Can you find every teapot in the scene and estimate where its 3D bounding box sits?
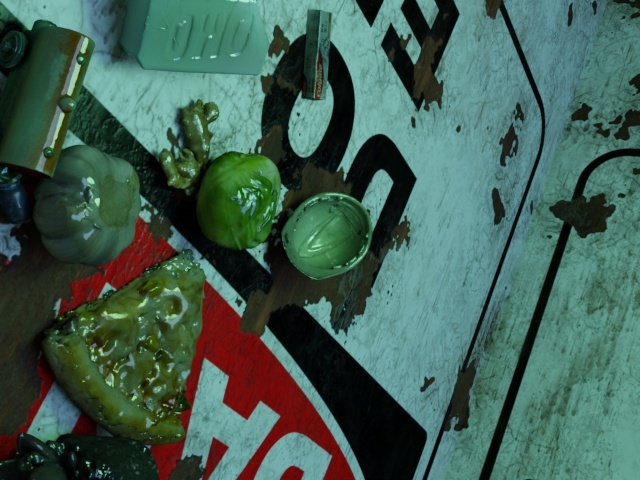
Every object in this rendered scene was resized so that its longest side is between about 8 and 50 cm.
[{"bbox_3d":[-0.532,-0.071,1.547,0.049,0.064,0.083,-85,164,-64],"label":"teapot"}]

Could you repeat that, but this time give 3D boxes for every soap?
[{"bbox_3d":[-0.233,-0.415,1.748,0.290,0.095,0.172,-5,128,-39],"label":"soap"}]

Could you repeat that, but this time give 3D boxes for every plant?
[{"bbox_3d":[-0.455,0.445,1.651,0.321,0.182,0.194,5,101,-57],"label":"plant"}]

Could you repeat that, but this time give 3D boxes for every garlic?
[{"bbox_3d":[-0.421,-0.059,1.608,0.228,0.152,0.227,-24,118,-60],"label":"garlic"}]

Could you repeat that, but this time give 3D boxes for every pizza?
[{"bbox_3d":[-0.359,0.265,1.846,0.435,0.080,0.391,-31,122,-47],"label":"pizza"}]

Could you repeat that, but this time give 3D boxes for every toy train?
[{"bbox_3d":[-0.465,-0.228,1.483,0.116,0.177,0.285,29,74,-54],"label":"toy train"}]

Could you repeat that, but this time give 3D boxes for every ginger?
[{"bbox_3d":[-0.273,-0.191,1.892,0.193,0.053,0.176,-35,128,-44],"label":"ginger"}]

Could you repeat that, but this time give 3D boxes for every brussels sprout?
[{"bbox_3d":[-0.183,-0.088,1.947,0.223,0.161,0.223,-3,93,-59],"label":"brussels sprout"}]

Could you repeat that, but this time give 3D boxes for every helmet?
[{"bbox_3d":[-0.004,0.003,2.262,0.258,0.137,0.204,-33,88,-29],"label":"helmet"}]

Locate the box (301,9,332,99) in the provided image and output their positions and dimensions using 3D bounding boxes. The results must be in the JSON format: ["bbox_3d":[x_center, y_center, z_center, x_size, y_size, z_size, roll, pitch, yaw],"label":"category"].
[{"bbox_3d":[-0.009,-0.456,2.228,0.055,0.040,0.218,-4,101,-57],"label":"box"}]
